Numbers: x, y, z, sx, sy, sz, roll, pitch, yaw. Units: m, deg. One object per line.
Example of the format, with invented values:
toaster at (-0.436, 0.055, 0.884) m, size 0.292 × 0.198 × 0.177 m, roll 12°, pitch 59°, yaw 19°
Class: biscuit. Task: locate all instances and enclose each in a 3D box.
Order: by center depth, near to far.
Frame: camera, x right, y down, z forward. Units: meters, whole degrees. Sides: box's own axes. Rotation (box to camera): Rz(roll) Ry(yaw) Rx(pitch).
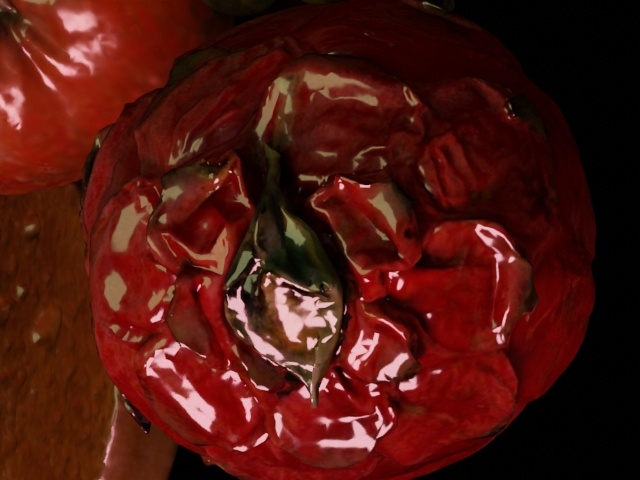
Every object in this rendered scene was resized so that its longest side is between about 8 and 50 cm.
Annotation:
biscuit at (-0.214, 0.075, 1.204) m, size 0.394 × 0.070 × 0.350 m, roll 55°, pitch 127°, yaw 40°

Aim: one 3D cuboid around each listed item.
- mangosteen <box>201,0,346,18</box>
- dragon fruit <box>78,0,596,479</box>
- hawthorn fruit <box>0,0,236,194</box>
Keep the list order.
mangosteen at (-0.015, -0.168, 0.918) m, size 0.156 × 0.181 × 0.145 m, roll 1°, pitch 124°, yaw 36°
dragon fruit at (0.000, 0.000, 0.831) m, size 0.299 × 0.244 × 0.244 m, roll 177°, pitch 98°, yaw -66°
hawthorn fruit at (-0.187, -0.184, 1.081) m, size 0.307 × 0.276 × 0.276 m, roll -103°, pitch 36°, yaw -63°
